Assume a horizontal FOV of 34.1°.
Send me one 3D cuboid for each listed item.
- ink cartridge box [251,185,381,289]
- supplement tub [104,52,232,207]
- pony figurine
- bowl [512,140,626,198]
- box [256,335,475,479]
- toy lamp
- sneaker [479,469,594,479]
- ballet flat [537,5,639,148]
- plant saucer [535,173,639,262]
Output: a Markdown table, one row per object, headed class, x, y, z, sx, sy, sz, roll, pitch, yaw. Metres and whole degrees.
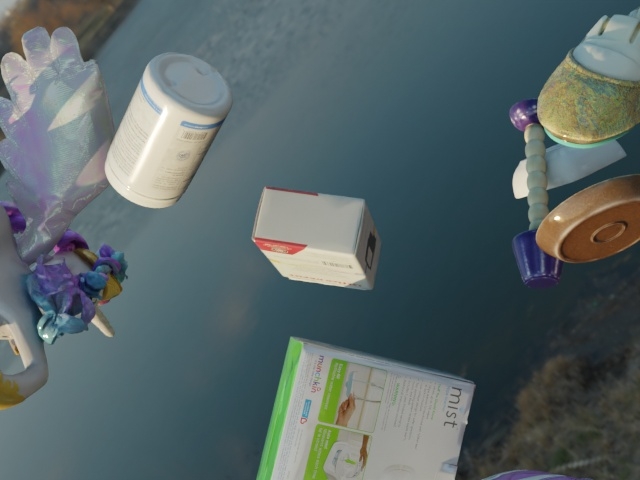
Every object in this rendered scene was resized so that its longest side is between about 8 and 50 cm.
| class | x | y | z | sx | sy | sz | roll | pitch | yaw |
| --- | --- | --- | --- | --- | --- | --- | --- | --- | --- |
| ink cartridge box | 0.000 | 0.000 | 1.298 | 0.175 | 0.127 | 0.072 | 59 | -139 | -72 |
| supplement tub | -0.118 | -0.085 | 0.806 | 0.107 | 0.071 | 0.071 | -54 | 11 | 39 |
| pony figurine | -0.344 | -0.001 | 1.047 | 0.302 | 0.351 | 0.363 | -15 | 14 | 23 |
| bowl | 0.364 | -0.116 | 1.553 | 0.142 | 0.053 | 0.142 | -25 | 5 | -33 |
| box | 0.049 | 0.275 | 1.326 | 0.127 | 0.231 | 0.262 | 179 | 104 | -80 |
| toy lamp | 0.306 | -0.066 | 1.479 | 0.080 | 0.080 | 0.275 | -30 | 51 | 48 |
| sneaker | 0.182 | 0.290 | 1.039 | 0.282 | 0.102 | 0.161 | -15 | 2 | -39 |
| ballet flat | 0.353 | -0.212 | 1.183 | 0.348 | 0.123 | 0.123 | -31 | 0 | -43 |
| plant saucer | 0.348 | -0.019 | 1.276 | 0.168 | 0.168 | 0.029 | -39 | 53 | 31 |
